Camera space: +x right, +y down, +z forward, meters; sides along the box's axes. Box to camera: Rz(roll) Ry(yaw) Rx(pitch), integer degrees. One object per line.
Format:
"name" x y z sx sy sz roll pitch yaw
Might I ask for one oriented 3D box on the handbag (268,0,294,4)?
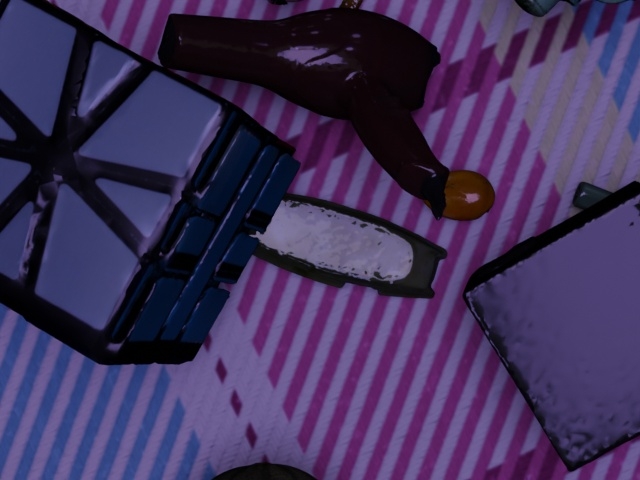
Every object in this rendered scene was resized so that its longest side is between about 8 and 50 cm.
"handbag" -0.022 -0.351 1.494 0.116 0.179 0.205 46 115 3

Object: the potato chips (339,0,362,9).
"potato chips" 0.068 -0.333 1.568 0.026 0.037 0.204 29 96 9

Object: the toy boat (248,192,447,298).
"toy boat" 0.000 0.000 1.563 0.293 0.055 0.093 17 89 -1

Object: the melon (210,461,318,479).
"melon" -0.063 0.391 1.480 0.237 0.237 0.302 1 89 0

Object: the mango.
"mango" 0.155 -0.053 1.570 0.089 0.046 0.060 13 89 12

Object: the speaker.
"speaker" 0.318 0.078 1.491 0.254 0.184 0.232 -32 90 11

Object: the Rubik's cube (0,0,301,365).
"Rubik's cube" -0.224 -0.054 1.425 0.293 0.283 0.288 27 90 15

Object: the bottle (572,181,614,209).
"bottle" 0.334 -0.040 1.576 0.083 0.030 0.030 20 91 -2

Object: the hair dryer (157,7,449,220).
"hair dryer" 0.020 -0.130 1.413 0.312 0.340 0.123 1 127 -27

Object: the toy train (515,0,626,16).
"toy train" 0.307 -0.406 1.405 0.369 0.150 0.237 -47 121 1
